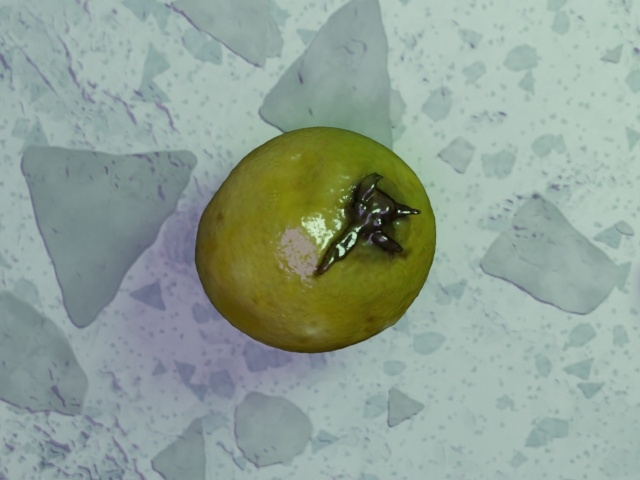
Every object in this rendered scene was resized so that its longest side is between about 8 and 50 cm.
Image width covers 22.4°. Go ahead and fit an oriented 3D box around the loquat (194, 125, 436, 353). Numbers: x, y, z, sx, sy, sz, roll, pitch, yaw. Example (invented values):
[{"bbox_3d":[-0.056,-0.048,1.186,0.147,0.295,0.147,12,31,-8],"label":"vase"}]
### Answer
[{"bbox_3d":[0.000,0.000,1.605,0.243,0.244,0.244,2,105,8],"label":"loquat"}]
